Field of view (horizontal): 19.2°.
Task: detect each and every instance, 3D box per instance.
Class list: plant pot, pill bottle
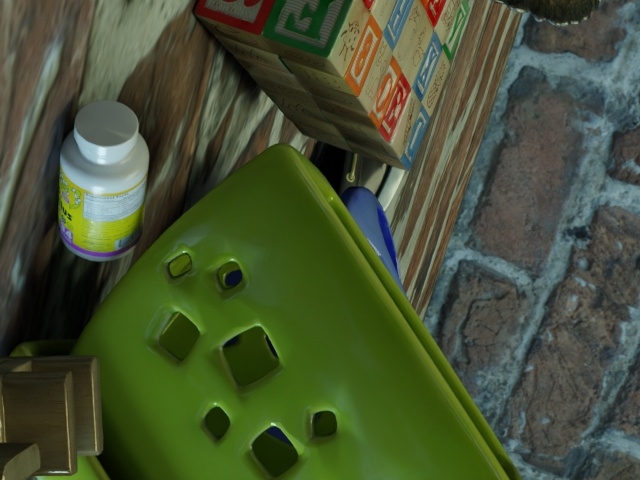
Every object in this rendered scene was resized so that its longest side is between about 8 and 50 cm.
[{"bbox_3d":[-0.033,0.100,1.021,0.207,0.228,0.227,-32,175,3],"label":"plant pot"},{"bbox_3d":[-0.107,-0.030,0.930,0.083,0.043,0.043,102,12,-50],"label":"pill bottle"}]

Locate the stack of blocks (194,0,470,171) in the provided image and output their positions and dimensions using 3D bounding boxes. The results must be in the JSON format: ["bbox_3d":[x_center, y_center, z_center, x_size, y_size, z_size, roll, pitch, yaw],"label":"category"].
[{"bbox_3d":[0.026,-0.166,1.210,0.297,0.087,0.171,45,66,-74],"label":"stack of blocks"}]

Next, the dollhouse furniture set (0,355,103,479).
[{"bbox_3d":[-0.186,0.168,0.726,0.212,0.161,0.242,-31,119,-78],"label":"dollhouse furniture set"}]

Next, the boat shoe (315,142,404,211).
[{"bbox_3d":[0.000,0.000,1.710,0.081,0.069,0.227,15,-100,62],"label":"boat shoe"}]

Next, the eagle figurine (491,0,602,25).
[{"bbox_3d":[0.215,-0.331,1.891,0.225,0.226,0.298,-49,179,4],"label":"eagle figurine"}]

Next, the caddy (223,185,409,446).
[{"bbox_3d":[-0.001,0.134,1.290,0.241,0.179,0.341,-49,136,-72],"label":"caddy"}]
